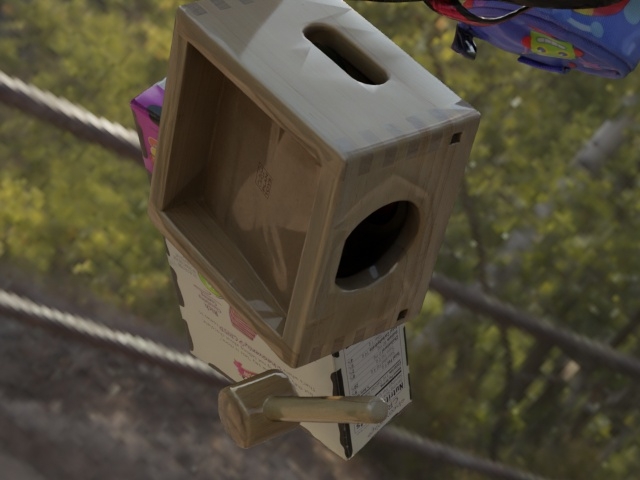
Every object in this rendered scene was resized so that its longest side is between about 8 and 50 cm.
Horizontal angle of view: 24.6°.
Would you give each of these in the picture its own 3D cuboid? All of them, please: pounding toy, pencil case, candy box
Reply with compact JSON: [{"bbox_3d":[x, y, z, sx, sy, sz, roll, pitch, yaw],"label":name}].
[{"bbox_3d":[0.005,0.010,0.711,0.094,0.206,0.181,-20,50,-35],"label":"pounding toy"},{"bbox_3d":[0.191,-0.248,0.952,0.119,0.306,0.133,20,-5,7],"label":"pencil case"},{"bbox_3d":[-0.026,0.013,0.940,0.159,0.071,0.233,31,-35,33],"label":"candy box"}]

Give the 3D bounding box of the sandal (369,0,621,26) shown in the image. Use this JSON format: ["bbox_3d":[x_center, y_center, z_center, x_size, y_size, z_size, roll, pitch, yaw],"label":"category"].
[{"bbox_3d":[0.082,-0.143,0.786,0.179,0.067,0.040,5,-37,24],"label":"sandal"}]
